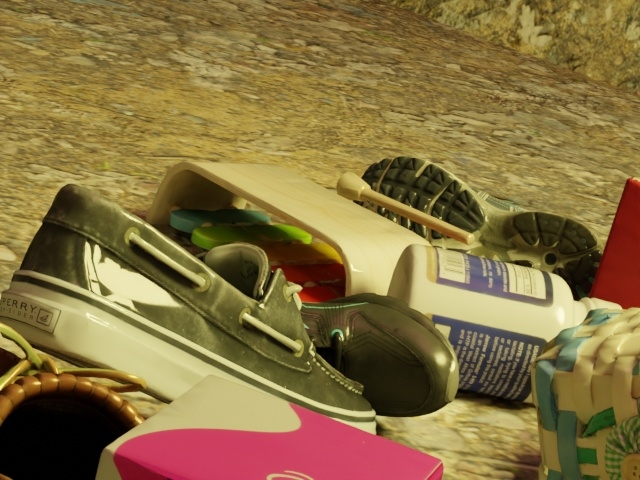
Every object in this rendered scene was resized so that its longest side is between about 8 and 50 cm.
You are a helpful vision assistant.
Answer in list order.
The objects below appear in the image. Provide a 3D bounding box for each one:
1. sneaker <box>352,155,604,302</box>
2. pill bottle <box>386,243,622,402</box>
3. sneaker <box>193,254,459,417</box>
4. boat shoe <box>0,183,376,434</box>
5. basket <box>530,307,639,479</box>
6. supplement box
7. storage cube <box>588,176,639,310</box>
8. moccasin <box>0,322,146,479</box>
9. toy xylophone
[{"bbox_3d":[0.164,0.003,1.828,0.283,0.110,0.122,24,0,23],"label":"sneaker"},{"bbox_3d":[0.150,0.074,1.490,0.187,0.112,0.112,13,15,-7],"label":"pill bottle"},{"bbox_3d":[-0.027,0.088,1.355,0.267,0.101,0.106,12,23,26],"label":"sneaker"},{"bbox_3d":[-0.060,0.060,1.181,0.121,0.119,0.335,16,-9,40],"label":"boat shoe"},{"bbox_3d":[0.278,0.154,1.083,0.289,0.254,0.201,0,12,21],"label":"basket"},{"bbox_3d":[-0.040,0.183,0.728,0.111,0.220,0.114,18,16,15],"label":"supplement box"},{"bbox_3d":[0.359,0.057,1.587,0.184,0.193,0.215,24,17,32],"label":"storage cube"},{"bbox_3d":[-0.145,0.125,0.968,0.139,0.147,0.380,7,14,-23],"label":"moccasin"},{"bbox_3d":[0.000,0.000,1.673,0.236,0.081,0.323,3,19,-36],"label":"toy xylophone"}]
